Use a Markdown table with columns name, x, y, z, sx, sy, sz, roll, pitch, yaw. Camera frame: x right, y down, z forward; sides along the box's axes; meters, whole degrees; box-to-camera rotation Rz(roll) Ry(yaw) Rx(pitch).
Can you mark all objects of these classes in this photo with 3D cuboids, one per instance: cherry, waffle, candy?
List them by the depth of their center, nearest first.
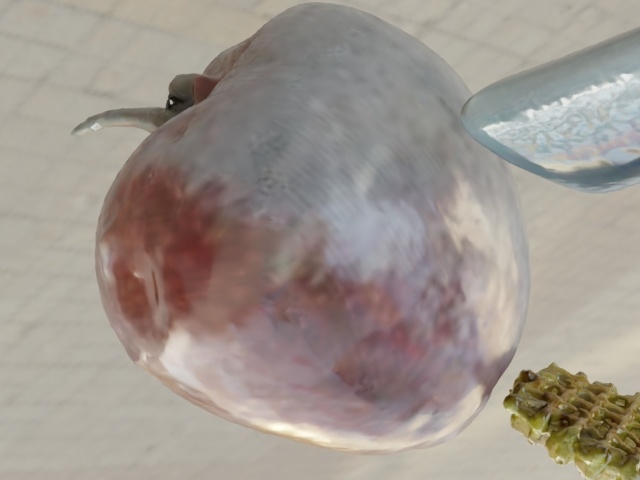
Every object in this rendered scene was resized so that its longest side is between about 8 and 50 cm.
| name | x | y | z | sx | sy | sz | roll | pitch | yaw |
| --- | --- | --- | --- | --- | --- | --- | --- | --- | --- |
| candy | 0.189 | -0.079 | 0.924 | 0.138 | 0.071 | 0.174 | 19 | 157 | -35 |
| cherry | 0.004 | -0.010 | 1.128 | 0.335 | 0.326 | 0.291 | 21 | 147 | -26 |
| waffle | 0.228 | 0.151 | 1.187 | 0.191 | 0.191 | 0.038 | 2 | 114 | -50 |
